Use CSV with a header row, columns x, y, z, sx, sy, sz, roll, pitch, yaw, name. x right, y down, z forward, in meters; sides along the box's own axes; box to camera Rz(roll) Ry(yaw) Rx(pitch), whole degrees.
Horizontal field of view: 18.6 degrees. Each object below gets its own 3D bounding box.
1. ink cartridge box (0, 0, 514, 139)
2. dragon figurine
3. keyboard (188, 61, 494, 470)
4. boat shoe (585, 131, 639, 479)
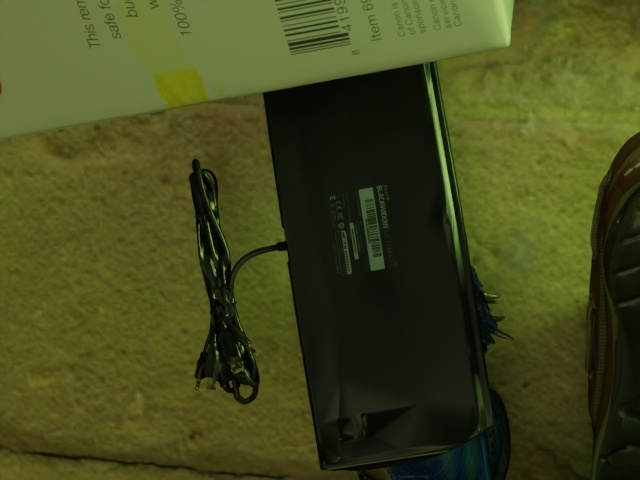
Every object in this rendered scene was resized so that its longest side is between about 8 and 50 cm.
x,y,z,sx,sy,sz,roll,pitch,yaw,name
-0.090,-0.241,1.229,0.385,0.160,0.279,-9,119,13,ink cartridge box
0.087,0.152,1.373,0.144,0.085,0.289,-12,101,14,dragon figurine
0.000,0.000,1.329,0.202,0.033,0.317,-10,82,13,keyboard
0.235,0.070,1.309,0.123,0.120,0.324,-4,125,-3,boat shoe
